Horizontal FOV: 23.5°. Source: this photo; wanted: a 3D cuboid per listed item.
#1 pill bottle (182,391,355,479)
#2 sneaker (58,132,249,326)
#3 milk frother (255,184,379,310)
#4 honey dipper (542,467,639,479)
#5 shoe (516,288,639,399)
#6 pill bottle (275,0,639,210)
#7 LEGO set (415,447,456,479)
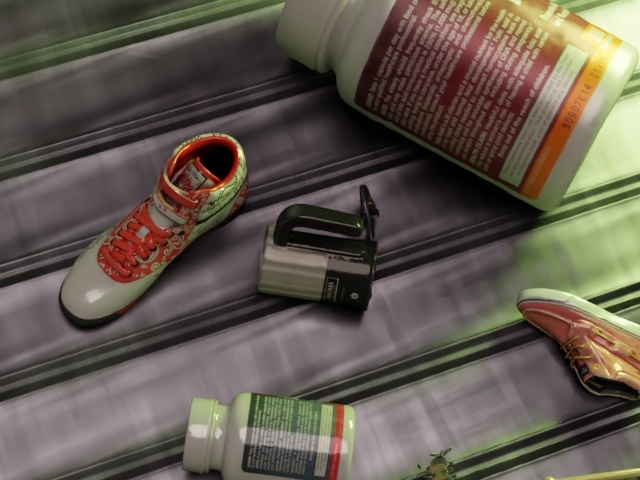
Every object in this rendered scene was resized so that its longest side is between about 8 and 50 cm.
[{"bbox_3d":[-0.057,0.223,1.686,0.180,0.108,0.108,8,66,-2],"label":"pill bottle"},{"bbox_3d":[-0.193,-0.020,1.760,0.270,0.145,0.090,-38,75,-19],"label":"sneaker"},{"bbox_3d":[0.000,0.000,1.809,0.134,0.129,0.143,9,22,-2],"label":"milk frother"},{"bbox_3d":[0.330,0.269,1.748,0.160,0.030,0.031,-8,67,-6],"label":"honey dipper"},{"bbox_3d":[0.306,0.122,1.790,0.178,0.063,0.081,22,61,0],"label":"shoe"},{"bbox_3d":[0.160,-0.220,1.842,0.392,0.224,0.224,29,67,7],"label":"pill bottle"},{"bbox_3d":[0.128,0.272,1.733,0.083,0.023,0.054,-45,74,-8],"label":"LEGO set"}]
